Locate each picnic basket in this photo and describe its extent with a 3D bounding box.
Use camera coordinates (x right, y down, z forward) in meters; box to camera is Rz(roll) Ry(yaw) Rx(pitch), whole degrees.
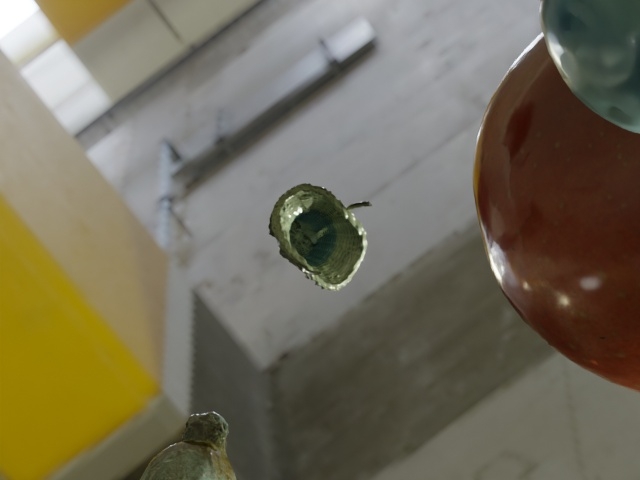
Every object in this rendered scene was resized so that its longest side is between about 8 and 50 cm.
[{"bbox_3d":[0.000,0.000,1.321,0.065,0.083,0.083,-51,-156,-20],"label":"picnic basket"}]

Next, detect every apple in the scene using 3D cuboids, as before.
[{"bbox_3d":[0.155,-0.028,0.708,0.168,0.181,0.181,-45,-173,45],"label":"apple"}]

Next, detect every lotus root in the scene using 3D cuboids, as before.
[{"bbox_3d":[-0.119,0.241,1.608,0.088,0.113,0.192,6,-115,26],"label":"lotus root"}]

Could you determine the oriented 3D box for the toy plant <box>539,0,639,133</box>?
[{"bbox_3d":[0.130,-0.162,0.490,0.247,0.247,0.332,-48,-179,-32],"label":"toy plant"}]
